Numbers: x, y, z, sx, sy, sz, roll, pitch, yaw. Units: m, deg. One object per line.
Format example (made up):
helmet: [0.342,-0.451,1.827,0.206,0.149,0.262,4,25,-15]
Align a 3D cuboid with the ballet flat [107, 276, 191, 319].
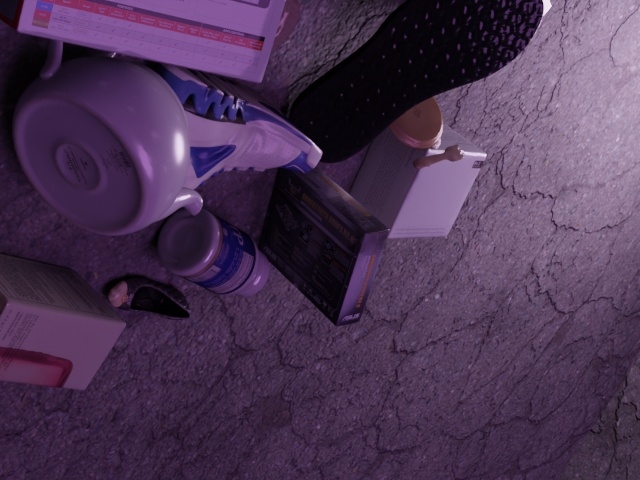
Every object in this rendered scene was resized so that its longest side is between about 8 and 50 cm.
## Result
ballet flat: [-0.269,0.093,2.044,0.173,0.049,0.057,12,112,-53]

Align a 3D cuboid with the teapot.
teapot: [-0.266,-0.148,1.687,0.187,0.252,0.256,-50,170,-43]

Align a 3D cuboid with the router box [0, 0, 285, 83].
router box: [-0.183,-0.367,1.535,0.335,0.082,0.301,8,107,-35]

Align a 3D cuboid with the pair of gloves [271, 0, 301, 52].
pair of gloves: [-0.108,-0.351,1.815,0.240,0.042,0.204,17,105,-56]

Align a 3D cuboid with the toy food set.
toy food set: [0.155,-0.208,2.170,0.132,0.192,0.038,-17,171,-37]

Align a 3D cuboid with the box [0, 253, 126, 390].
box: [-0.417,0.111,1.802,0.232,0.148,0.127,19,108,-54]

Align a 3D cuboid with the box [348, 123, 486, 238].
box: [0.170,-0.109,2.295,0.181,0.119,0.182,-1,123,-48]

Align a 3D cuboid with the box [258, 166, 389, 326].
box: [0.000,0.000,2.104,0.056,0.231,0.183,-11,129,-39]

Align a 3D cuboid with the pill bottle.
pill bottle: [-0.163,0.026,2.046,0.112,0.112,0.186,-53,147,3]

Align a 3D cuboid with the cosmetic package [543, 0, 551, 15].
cosmetic package: [0.242,-0.440,2.036,0.129,0.153,0.296,-48,145,-6]

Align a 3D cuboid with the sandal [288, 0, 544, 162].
sandal: [0.136,-0.287,1.999,0.445,0.107,0.167,-30,113,22]

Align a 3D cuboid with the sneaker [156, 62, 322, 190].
sneaker: [-0.162,-0.142,1.895,0.315,0.127,0.182,21,109,-48]
